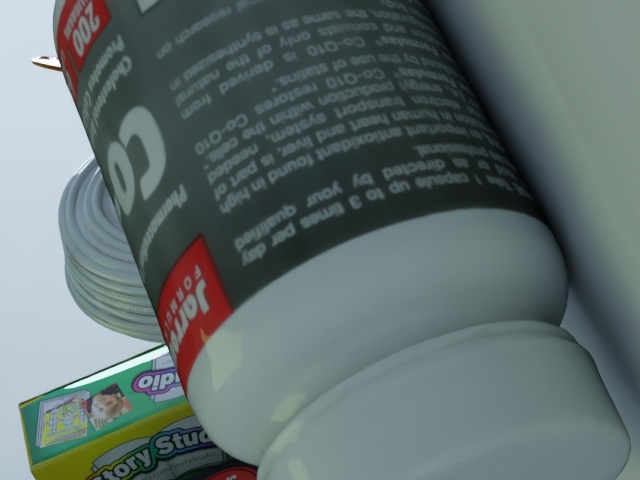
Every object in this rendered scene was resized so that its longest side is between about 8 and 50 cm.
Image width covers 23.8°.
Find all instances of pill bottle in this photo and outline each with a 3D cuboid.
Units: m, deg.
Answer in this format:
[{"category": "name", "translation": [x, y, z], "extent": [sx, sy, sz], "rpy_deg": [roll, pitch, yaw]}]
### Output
[{"category": "pill bottle", "translation": [0.002, -0.007, 0.632], "extent": [0.161, 0.161, 0.283], "rpy_deg": [73, 173, -61]}]

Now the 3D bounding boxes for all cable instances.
[{"category": "cable", "translation": [-0.093, -0.018, 1.265], "extent": [0.257, 0.257, 0.089], "rpy_deg": [-120, 14, -50]}]

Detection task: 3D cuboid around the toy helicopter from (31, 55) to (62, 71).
[{"category": "toy helicopter", "translation": [-0.128, -0.192, 1.301], "extent": [0.355, 0.140, 0.235], "rpy_deg": [45, 124, 31]}]

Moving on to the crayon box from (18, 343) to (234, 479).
[{"category": "crayon box", "translation": [-0.063, 0.225, 1.481], "extent": [0.106, 0.363, 0.313], "rpy_deg": [-117, 5, -54]}]

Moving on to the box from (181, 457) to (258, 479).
[{"category": "box", "translation": [0.021, 0.321, 1.255], "extent": [0.343, 0.312, 0.179], "rpy_deg": [-119, 8, -59]}]
